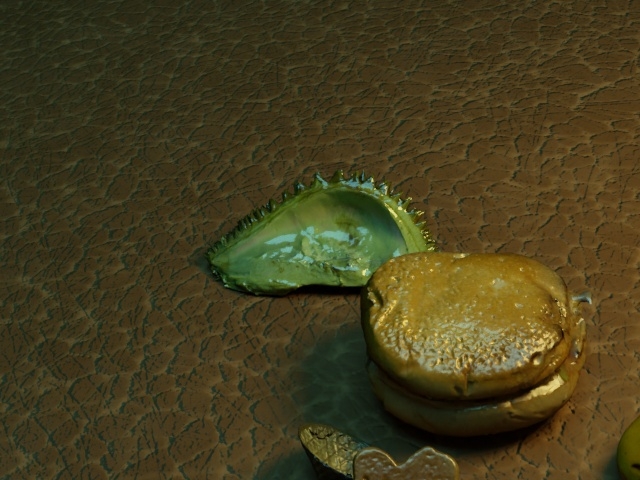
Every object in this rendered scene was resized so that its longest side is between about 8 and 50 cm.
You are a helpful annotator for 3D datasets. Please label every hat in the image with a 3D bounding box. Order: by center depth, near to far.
[{"bbox_3d":[0.023,0.303,1.498,0.146,0.067,0.146,25,12,-5],"label":"hat"}]

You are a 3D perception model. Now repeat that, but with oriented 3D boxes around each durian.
[{"bbox_3d":[0.002,0.002,1.887,0.394,0.163,0.198,-8,76,9],"label":"durian"}]

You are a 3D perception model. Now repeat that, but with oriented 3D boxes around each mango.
[{"bbox_3d":[0.427,0.256,1.454,0.103,0.076,0.161,1,29,24],"label":"mango"}]

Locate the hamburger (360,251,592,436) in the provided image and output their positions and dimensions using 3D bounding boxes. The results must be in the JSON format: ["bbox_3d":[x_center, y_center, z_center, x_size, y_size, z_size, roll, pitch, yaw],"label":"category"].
[{"bbox_3d":[0.211,0.130,1.585,0.314,0.170,0.290,0,41,10],"label":"hamburger"}]

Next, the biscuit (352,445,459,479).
[{"bbox_3d":[0.062,0.344,1.389,0.249,0.035,0.184,-22,72,-3],"label":"biscuit"}]
